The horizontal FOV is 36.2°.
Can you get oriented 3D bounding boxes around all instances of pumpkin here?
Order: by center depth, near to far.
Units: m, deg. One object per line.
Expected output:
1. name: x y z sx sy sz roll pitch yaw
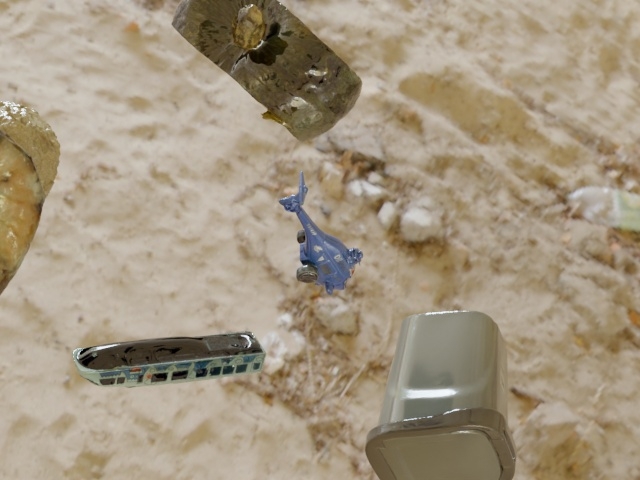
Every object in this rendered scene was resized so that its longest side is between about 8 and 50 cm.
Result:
1. pumpkin: -0.090 -0.288 1.451 0.317 0.139 0.222 47 6 21

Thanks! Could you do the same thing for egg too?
1. egg: -0.412 -0.121 1.322 0.116 0.118 0.140 -30 65 -7

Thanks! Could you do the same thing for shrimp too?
1. shrimp: -0.465 0.026 1.139 0.071 0.233 0.365 22 73 37

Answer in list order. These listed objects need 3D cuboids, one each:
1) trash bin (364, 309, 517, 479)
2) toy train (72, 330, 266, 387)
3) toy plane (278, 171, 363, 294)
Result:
1. trash bin: 0.206 0.263 1.599 0.219 0.220 0.250 -5 46 19
2. toy train: -0.161 0.128 1.046 0.207 0.047 0.043 -1 33 -29
3. toy plane: 0.000 0.000 0.923 0.062 0.167 0.054 -12 54 15
